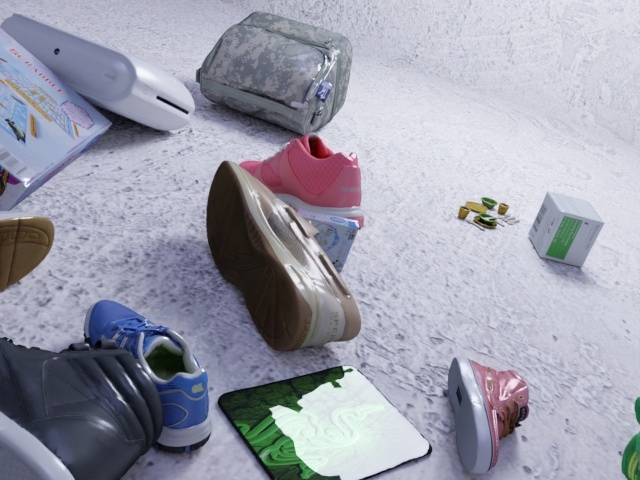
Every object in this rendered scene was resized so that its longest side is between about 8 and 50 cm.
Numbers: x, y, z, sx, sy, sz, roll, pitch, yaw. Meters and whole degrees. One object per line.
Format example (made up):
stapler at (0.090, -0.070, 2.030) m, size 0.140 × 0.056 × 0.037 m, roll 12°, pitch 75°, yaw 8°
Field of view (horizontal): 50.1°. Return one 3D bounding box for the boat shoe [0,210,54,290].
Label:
boat shoe at (-0.415, 0.014, 0.711) m, size 0.096 × 0.098 × 0.277 m, roll 30°, pitch 30°, yaw 25°

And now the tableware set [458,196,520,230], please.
tableware set at (0.334, -0.061, 1.386) m, size 0.154 × 0.024 × 0.104 m, roll -12°, pitch 37°, yaw -44°

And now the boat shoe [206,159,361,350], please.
boat shoe at (-0.061, 0.015, 0.908) m, size 0.110 × 0.121 × 0.341 m, roll 4°, pitch 38°, yaw -33°

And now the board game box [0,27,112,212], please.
board game box at (-0.504, -0.217, 1.007) m, size 0.319 × 0.066 × 0.318 m, roll 42°, pitch 22°, yaw -13°

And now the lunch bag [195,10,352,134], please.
lunch bag at (-0.098, -0.370, 1.570) m, size 0.305 × 0.212 × 0.256 m, roll 21°, pitch 42°, yaw 12°

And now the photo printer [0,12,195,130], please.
photo printer at (-0.398, -0.300, 1.274) m, size 0.308 × 0.107 × 0.256 m, roll 23°, pitch 3°, yaw 13°

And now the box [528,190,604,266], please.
box at (0.460, -0.022, 1.288) m, size 0.087 × 0.101 × 0.102 m, roll 14°, pitch 27°, yaw -6°

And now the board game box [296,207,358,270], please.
board game box at (0.000, 0.000, 0.989) m, size 0.090 × 0.090 × 0.020 m, roll 11°, pitch 42°, yaw -10°

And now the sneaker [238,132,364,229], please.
sneaker at (-0.031, -0.111, 1.109) m, size 0.116 × 0.136 × 0.314 m, roll -5°, pitch 19°, yaw -38°

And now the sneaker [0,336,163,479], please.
sneaker at (-0.263, 0.118, 0.595) m, size 0.296 × 0.104 × 0.147 m, roll 33°, pitch 28°, yaw 20°

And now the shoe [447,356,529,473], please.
shoe at (0.191, 0.189, 0.747) m, size 0.081 × 0.063 × 0.178 m, roll 10°, pitch 21°, yaw 0°

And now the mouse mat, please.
mouse mat at (0.006, 0.190, 0.707) m, size 0.190 × 0.007 × 0.153 m, roll -7°, pitch 34°, yaw -38°

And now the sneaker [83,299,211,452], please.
sneaker at (-0.167, 0.112, 0.677) m, size 0.080 × 0.081 × 0.211 m, roll -12°, pitch 36°, yaw -42°

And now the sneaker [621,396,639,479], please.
sneaker at (0.376, 0.260, 0.698) m, size 0.124 × 0.109 × 0.295 m, roll 0°, pitch 22°, yaw 20°
